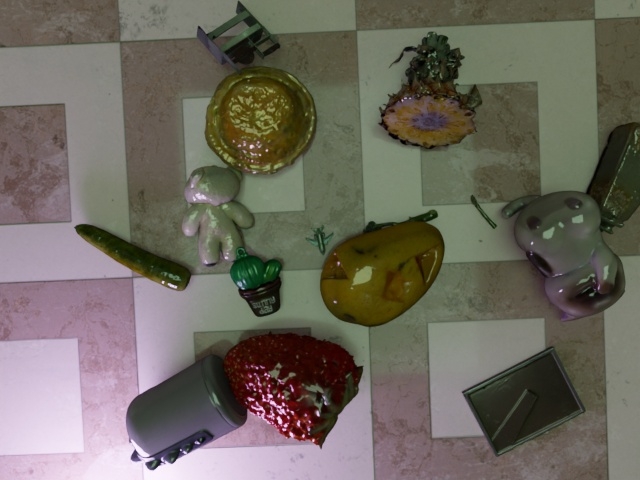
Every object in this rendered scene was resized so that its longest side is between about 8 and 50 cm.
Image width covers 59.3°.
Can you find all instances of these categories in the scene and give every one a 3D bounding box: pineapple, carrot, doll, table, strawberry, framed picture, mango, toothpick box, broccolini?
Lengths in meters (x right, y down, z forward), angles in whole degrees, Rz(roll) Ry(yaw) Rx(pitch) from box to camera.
[{"bbox_3d":[0.299,-0.419,1.500,0.263,0.262,0.271,11,69,0],"label":"pineapple"},{"bbox_3d":[-0.528,0.042,1.567,0.359,0.074,0.074,26,92,1],"label":"carrot"},{"bbox_3d":[0.657,0.035,1.478,0.215,0.226,0.370,-32,91,2],"label":"doll"},{"bbox_3d":[-0.221,-0.541,1.526,0.146,0.062,0.175,-41,89,-21],"label":"table"},{"bbox_3d":[-0.070,0.356,1.500,0.343,0.292,0.292,35,92,16],"label":"strawberry"},{"bbox_3d":[0.578,0.458,1.596,0.289,0.016,0.213,-28,92,1],"label":"framed picture"},{"bbox_3d":[-0.295,-0.068,1.550,0.149,0.175,0.278,4,102,37],"label":"doll"},{"bbox_3d":[0.170,0.080,1.501,0.365,0.182,0.253,-35,115,-7],"label":"mango"},{"bbox_3d":[-0.373,0.475,1.502,0.316,0.229,0.229,-29,91,2],"label":"toothpick box"},{"bbox_3d":[0.221,-0.049,1.577,0.216,0.058,0.067,-23,128,-6],"label":"broccolini"}]

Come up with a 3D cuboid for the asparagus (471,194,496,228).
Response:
[{"bbox_3d":[0.457,-0.081,1.583,0.015,0.014,0.114,-40,92,-32],"label":"asparagus"}]

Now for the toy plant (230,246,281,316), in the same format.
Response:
[{"bbox_3d":[-0.170,0.106,1.544,0.143,0.105,0.200,-17,100,2],"label":"toy plant"}]

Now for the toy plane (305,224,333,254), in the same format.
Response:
[{"bbox_3d":[0.000,0.000,1.580,0.080,0.033,0.083,-12,98,0],"label":"toy plane"}]

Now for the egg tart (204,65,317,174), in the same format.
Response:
[{"bbox_3d":[-0.162,-0.333,1.511,0.319,0.128,0.318,0,87,-5],"label":"egg tart"}]

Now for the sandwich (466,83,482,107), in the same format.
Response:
[{"bbox_3d":[0.429,-0.389,1.565,0.044,0.031,0.083,28,91,2],"label":"sandwich"}]

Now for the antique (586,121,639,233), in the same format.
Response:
[{"bbox_3d":[0.814,-0.158,1.522,0.150,0.125,0.284,29,92,0],"label":"antique"}]
